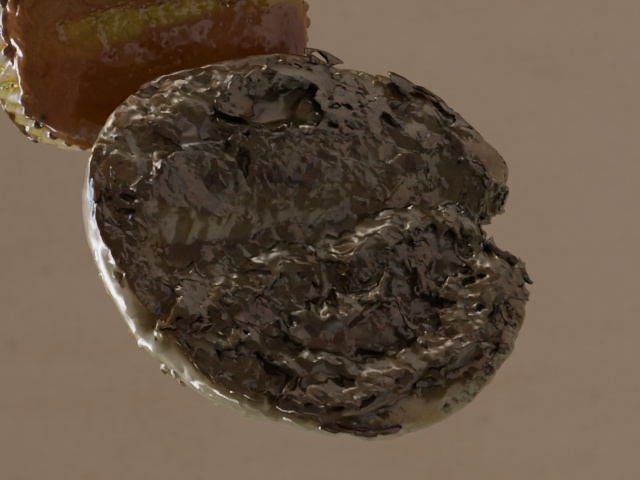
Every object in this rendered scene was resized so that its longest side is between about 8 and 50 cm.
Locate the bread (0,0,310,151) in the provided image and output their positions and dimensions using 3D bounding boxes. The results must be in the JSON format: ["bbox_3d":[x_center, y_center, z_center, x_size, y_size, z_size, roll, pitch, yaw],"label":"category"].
[{"bbox_3d":[-0.155,-0.191,1.759,0.156,0.288,0.204,-170,68,-71],"label":"bread"}]

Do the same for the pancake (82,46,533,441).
[{"bbox_3d":[0.000,-0.001,1.585,0.071,0.382,0.382,115,163,-55],"label":"pancake"}]
